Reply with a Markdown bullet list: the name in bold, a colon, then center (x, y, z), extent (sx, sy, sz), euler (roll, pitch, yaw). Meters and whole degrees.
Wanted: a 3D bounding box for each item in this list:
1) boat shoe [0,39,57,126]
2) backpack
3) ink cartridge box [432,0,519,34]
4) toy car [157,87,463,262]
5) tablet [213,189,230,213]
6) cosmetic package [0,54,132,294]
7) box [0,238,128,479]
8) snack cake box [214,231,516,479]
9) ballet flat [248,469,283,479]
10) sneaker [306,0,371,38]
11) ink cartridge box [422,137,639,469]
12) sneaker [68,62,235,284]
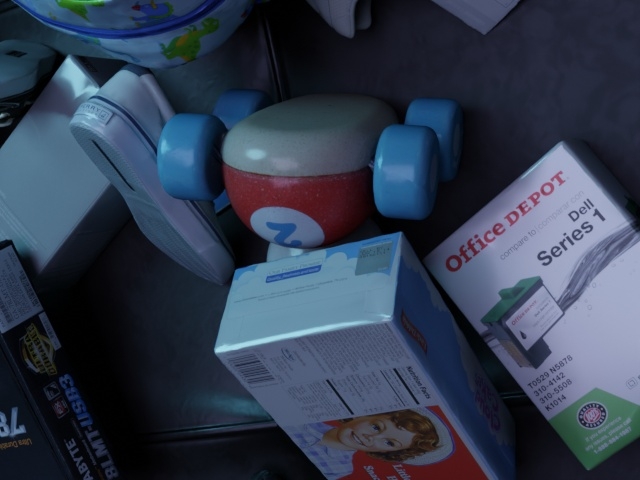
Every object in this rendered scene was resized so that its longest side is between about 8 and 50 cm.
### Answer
- **boat shoe**: center (-0.315, -0.150, 0.953), extent (0.077, 0.219, 0.070), euler (14, 108, -1)
- **backpack**: center (-0.177, -0.298, 0.802), extent (0.290, 0.273, 0.355), euler (-45, 71, -4)
- **ink cartridge box**: center (0.142, -0.270, 0.772), extent (0.179, 0.145, 0.045), euler (-42, 35, 37)
- **toy car**: center (0.000, 0.000, 0.834), extent (0.219, 0.210, 0.238), euler (5, 110, 17)
- **tablet**: center (-0.130, -0.044, 0.984), extent (0.083, 0.006, 0.054), euler (-32, 83, 25)
- **cosmetic package**: center (-0.258, -0.065, 0.991), extent (0.238, 0.107, 0.127), euler (-44, 79, 20)
- **box**: center (-0.374, 0.169, 1.030), extent (0.295, 0.073, 0.293), euler (-15, 101, 38)
- **snack cake box**: center (0.049, 0.122, 0.792), extent (0.152, 0.089, 0.264), euler (-13, 132, 24)
- **ballet flat**: center (-0.048, 0.318, 0.964), extent (0.057, 0.049, 0.173), euler (-13, 91, 27)
- **sneaker**: center (0.086, -0.280, 0.819), extent (0.262, 0.099, 0.121), euler (-36, 93, 28)
- **ink cartridge box**: center (0.215, 0.047, 0.786), extent (0.160, 0.092, 0.219), euler (-43, 78, 22)
- **sneaker**: center (-0.129, -0.054, 0.885), extent (0.094, 0.258, 0.091), euler (22, 65, 31)
